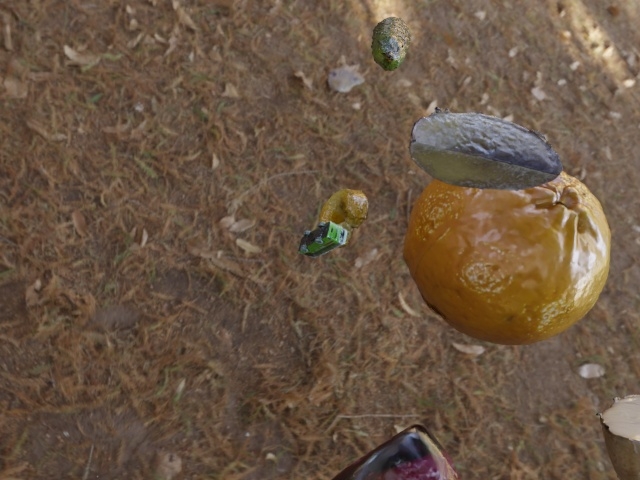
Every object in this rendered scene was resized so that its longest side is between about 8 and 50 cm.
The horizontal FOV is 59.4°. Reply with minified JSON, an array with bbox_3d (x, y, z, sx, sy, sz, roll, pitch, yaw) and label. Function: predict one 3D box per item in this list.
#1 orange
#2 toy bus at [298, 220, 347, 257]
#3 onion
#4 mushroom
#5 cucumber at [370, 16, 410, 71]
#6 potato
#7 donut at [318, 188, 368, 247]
[{"bbox_3d":[0.322,0.007,0.965,0.341,0.293,0.340,13,51,-16],"label":"orange"},{"bbox_3d":[0.000,0.000,0.804,0.037,0.083,0.031,24,62,-23],"label":"toy bus"},{"bbox_3d":[0.056,0.304,0.605,0.218,0.195,0.139,16,42,-56],"label":"onion"},{"bbox_3d":[0.539,0.333,0.879,0.286,0.156,0.151,-5,90,-38],"label":"mushroom"},{"bbox_3d":[0.113,-0.321,0.914,0.069,0.069,0.227,29,31,-8],"label":"cucumber"},{"bbox_3d":[0.098,-0.055,0.352,0.093,0.036,0.037,12,57,-3],"label":"potato"},{"bbox_3d":[0.037,-0.045,0.993,0.043,0.108,0.097,22,22,-33],"label":"donut"}]
